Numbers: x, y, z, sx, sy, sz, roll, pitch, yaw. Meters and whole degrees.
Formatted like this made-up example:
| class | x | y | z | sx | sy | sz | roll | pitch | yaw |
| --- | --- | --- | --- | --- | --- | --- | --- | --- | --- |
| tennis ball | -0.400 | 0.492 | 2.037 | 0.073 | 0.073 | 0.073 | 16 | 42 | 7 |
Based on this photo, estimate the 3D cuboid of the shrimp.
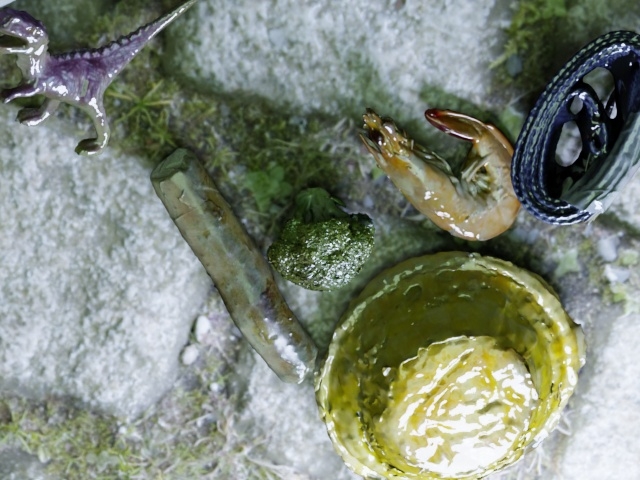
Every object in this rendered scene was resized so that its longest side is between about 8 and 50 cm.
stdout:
| class | x | y | z | sx | sy | sz | roll | pitch | yaw |
| --- | --- | --- | --- | --- | --- | --- | --- | --- | --- |
| shrimp | 0.146 | -0.094 | 1.400 | 0.236 | 0.053 | 0.133 | 37 | 101 | -18 |

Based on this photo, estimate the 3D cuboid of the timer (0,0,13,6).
| class | x | y | z | sx | sy | sz | roll | pitch | yaw |
| --- | --- | --- | --- | --- | --- | --- | --- | --- | --- |
| timer | -0.356 | -0.351 | 1.168 | 0.087 | 0.237 | 0.262 | -15 | 109 | 32 |

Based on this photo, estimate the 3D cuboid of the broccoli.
| class | x | y | z | sx | sy | sz | roll | pitch | yaw |
| --- | --- | --- | --- | --- | --- | --- | --- | --- | --- |
| broccoli | 0.000 | 0.000 | 1.393 | 0.130 | 0.131 | 0.120 | -12 | 70 | 1 |

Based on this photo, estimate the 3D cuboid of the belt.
| class | x | y | z | sx | sy | sz | roll | pitch | yaw |
| --- | --- | --- | --- | --- | --- | --- | --- | --- | --- |
| belt | 0.310 | -0.127 | 1.366 | 0.139 | 0.126 | 0.230 | 31 | 105 | 11 |

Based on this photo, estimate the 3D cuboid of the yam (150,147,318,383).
| class | x | y | z | sx | sy | sz | roll | pitch | yaw |
| --- | --- | --- | --- | --- | --- | --- | --- | --- | --- |
| yam | -0.098 | 0.036 | 1.417 | 0.071 | 0.067 | 0.317 | -19 | 115 | 28 |

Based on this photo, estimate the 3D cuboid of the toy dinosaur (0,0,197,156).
| class | x | y | z | sx | sy | sz | roll | pitch | yaw |
| --- | --- | --- | --- | --- | --- | --- | --- | --- | --- |
| toy dinosaur | -0.245 | -0.188 | 1.308 | 0.251 | 0.072 | 0.200 | -4 | 136 | -29 |

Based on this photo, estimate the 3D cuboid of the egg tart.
| class | x | y | z | sx | sy | sz | roll | pitch | yaw |
| --- | --- | --- | --- | --- | --- | --- | --- | --- | --- |
| egg tart | 0.159 | 0.178 | 1.456 | 0.341 | 0.132 | 0.341 | -2 | 109 | -6 |
